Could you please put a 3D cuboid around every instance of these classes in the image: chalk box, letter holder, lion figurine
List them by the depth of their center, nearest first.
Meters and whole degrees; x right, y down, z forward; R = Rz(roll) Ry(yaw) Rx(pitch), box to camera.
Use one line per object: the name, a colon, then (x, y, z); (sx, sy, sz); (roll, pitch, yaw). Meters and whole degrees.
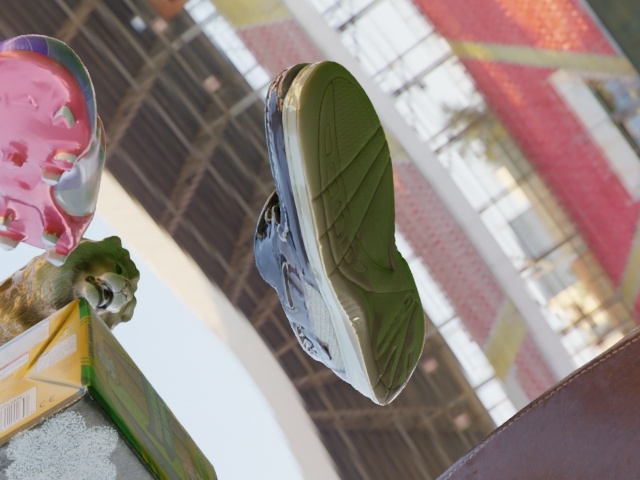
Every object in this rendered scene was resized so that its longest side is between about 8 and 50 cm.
chalk box: (-0.143, 0.171, 0.874); (0.213, 0.132, 0.132); (58, -177, -25)
letter holder: (0.192, 0.145, 0.922); (0.152, 0.302, 0.214); (21, -141, -39)
lion figurine: (-0.298, 0.191, 1.418); (0.142, 0.392, 0.240); (24, -153, 31)

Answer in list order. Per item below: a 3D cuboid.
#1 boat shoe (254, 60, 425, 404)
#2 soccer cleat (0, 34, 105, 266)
boat shoe: (0.000, 0.000, 0.937); (0.103, 0.092, 0.285); (-57, -35, -33)
soccer cleat: (-0.171, -0.070, 0.857); (0.248, 0.083, 0.095); (108, 177, -64)
